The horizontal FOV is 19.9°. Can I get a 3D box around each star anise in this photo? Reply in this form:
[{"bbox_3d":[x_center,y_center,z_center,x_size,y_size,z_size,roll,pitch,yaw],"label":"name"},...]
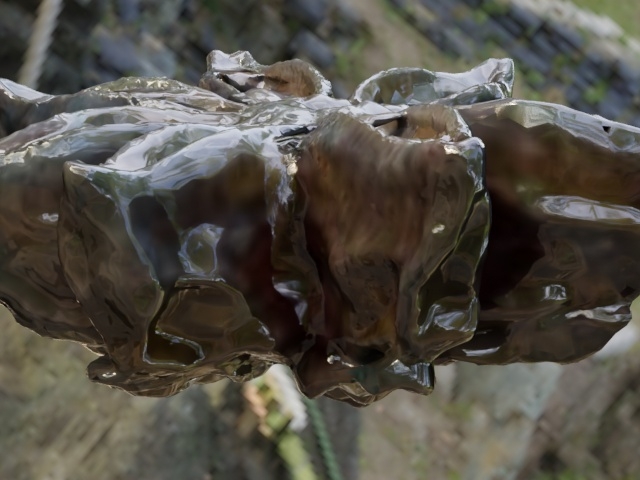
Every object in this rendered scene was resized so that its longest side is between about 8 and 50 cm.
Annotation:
[{"bbox_3d":[0.001,0.000,0.559,0.236,0.109,0.223,1,8,7],"label":"star anise"}]
